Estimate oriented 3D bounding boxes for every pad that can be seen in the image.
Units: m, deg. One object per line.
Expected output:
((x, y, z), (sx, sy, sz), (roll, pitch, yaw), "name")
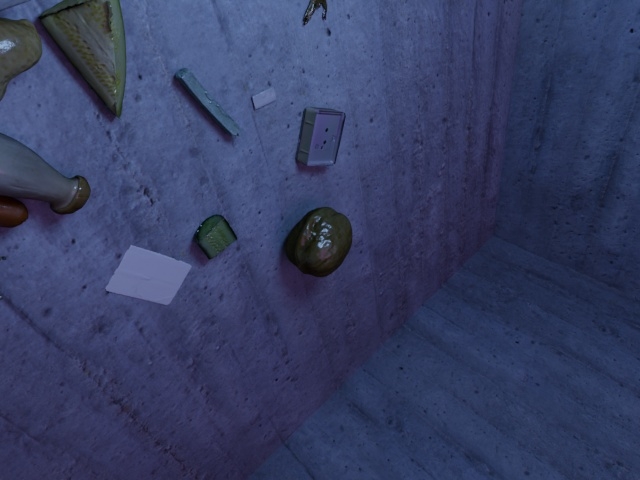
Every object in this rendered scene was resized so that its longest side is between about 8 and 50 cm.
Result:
((-0.514, 0.110, 1.328), (0.232, 0.004, 0.156), (30, 91, -52), "pad")

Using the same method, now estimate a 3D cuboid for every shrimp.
((-0.011, -0.691, 1.330), (0.083, 0.023, 0.114), (28, 89, -55), "shrimp")

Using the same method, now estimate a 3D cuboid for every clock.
((-0.001, -0.360, 1.521), (0.147, 0.071, 0.191), (-12, 123, -43), "clock")

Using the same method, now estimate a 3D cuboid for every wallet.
((-0.172, -0.433, 1.334), (0.083, 0.011, 0.044), (-35, 136, -26), "wallet")

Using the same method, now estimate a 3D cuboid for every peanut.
((-0.635, -0.327, 0.815), (0.253, 0.122, 0.137), (-51, -177, -11), "peanut")

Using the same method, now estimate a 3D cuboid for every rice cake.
((-0.302, -0.371, 1.205), (0.042, 0.045, 0.245), (-55, 142, -9), "rice cake")

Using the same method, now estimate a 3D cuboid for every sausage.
((-0.723, -0.080, 0.918), (0.198, 0.076, 0.076), (29, 92, -53), "sausage")

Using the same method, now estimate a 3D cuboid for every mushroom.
((-0.654, -0.151, 0.910), (0.128, 0.128, 0.350), (-58, 146, -2), "mushroom")

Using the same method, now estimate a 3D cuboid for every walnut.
((0.000, 0.000, 1.641), (0.283, 0.228, 0.282), (-41, 145, -39), "walnut")

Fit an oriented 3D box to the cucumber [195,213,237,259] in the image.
((-0.338, -0.014, 1.392), (0.116, 0.062, 0.115), (-38, 136, -13), "cucumber")

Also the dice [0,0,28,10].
((-0.603, -0.457, 0.652), (0.251, 0.259, 0.242), (-37, 135, -24), "dice")

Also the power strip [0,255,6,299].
((-0.726, 0.035, 0.935), (0.061, 0.145, 0.216), (-12, 159, -43), "power strip")

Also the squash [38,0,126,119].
((-0.449, -0.411, 0.968), (0.170, 0.093, 0.252), (-12, 138, 13), "squash")
